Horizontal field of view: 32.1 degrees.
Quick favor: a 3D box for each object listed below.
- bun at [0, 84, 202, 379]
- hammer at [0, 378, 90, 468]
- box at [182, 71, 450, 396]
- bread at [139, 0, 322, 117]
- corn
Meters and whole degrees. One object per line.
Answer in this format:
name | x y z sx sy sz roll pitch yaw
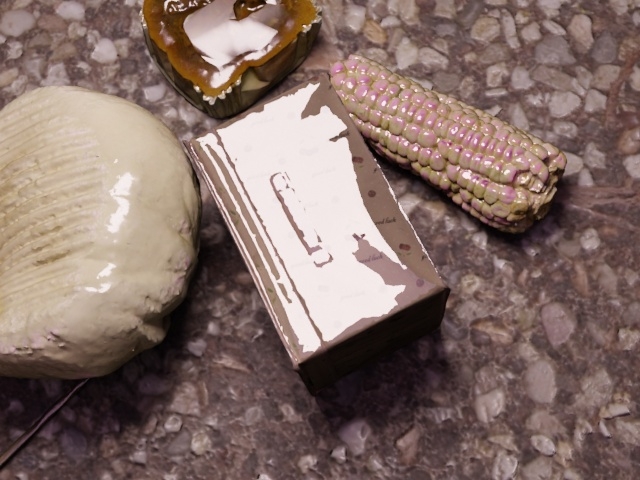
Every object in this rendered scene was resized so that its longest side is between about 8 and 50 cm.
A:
bun | -0.284 -0.002 1.314 0.365 0.219 0.365 -14 64 30
hammer | -0.315 0.192 1.371 0.292 0.029 0.058 -45 74 -7
box | 0.000 0.000 1.301 0.190 0.225 0.297 -26 74 -3
bread | -0.119 -0.284 1.454 0.209 0.110 0.192 -38 76 -8
corn | 0.144 -0.128 1.391 0.335 0.127 0.127 31 78 16
